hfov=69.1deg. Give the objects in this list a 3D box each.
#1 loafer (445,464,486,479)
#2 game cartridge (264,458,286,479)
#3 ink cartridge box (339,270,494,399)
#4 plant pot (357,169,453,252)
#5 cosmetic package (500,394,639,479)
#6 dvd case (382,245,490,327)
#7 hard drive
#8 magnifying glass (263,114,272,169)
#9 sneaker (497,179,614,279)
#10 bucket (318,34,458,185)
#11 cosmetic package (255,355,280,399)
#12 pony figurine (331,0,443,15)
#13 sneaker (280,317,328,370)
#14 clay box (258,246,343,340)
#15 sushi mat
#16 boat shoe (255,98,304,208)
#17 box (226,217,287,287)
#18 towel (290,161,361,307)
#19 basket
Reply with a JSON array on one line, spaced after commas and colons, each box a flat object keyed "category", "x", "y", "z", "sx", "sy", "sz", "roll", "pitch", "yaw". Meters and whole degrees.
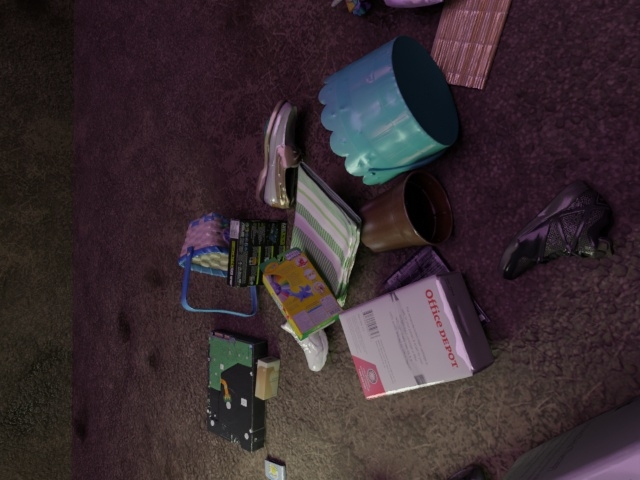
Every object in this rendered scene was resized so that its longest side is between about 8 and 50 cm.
[{"category": "loafer", "x": 0.266, "y": 0.603, "z": 1.025, "sx": 0.109, "sy": 0.095, "sz": 0.303, "roll": 35, "pitch": 122, "yaw": 2}, {"category": "game cartridge", "x": -0.138, "y": 0.702, "z": 1.412, "sx": 0.083, "sy": 0.017, "sz": 0.056, "roll": -4, "pitch": 92, "yaw": 41}, {"category": "ink cartridge box", "x": 0.202, "y": 0.211, "z": 1.015, "sx": 0.283, "sy": 0.117, "sz": 0.208, "roll": -29, "pitch": 72, "yaw": 39}, {"category": "plant pot", "x": 0.178, "y": -0.049, "z": 1.037, "sx": 0.165, "sy": 0.166, "sz": 0.167, "roll": -21, "pitch": 77, "yaw": 46}, {"category": "cosmetic package", "x": 0.488, "y": 0.430, "z": 0.653, "sx": 0.394, "sy": 0.329, "sz": 0.328, "roll": -47, "pitch": 61, "yaw": 30}, {"category": "dvd case", "x": 0.255, "y": 0.137, "z": 1.058, "sx": 0.164, "sy": 0.018, "sz": 0.221, "roll": -48, "pitch": 61, "yaw": 31}, {"category": "hard drive", "x": -0.272, "y": 0.471, "z": 1.494, "sx": 0.236, "sy": 0.064, "sz": 0.339, "roll": 2, "pitch": 93, "yaw": 41}, {"category": "magnifying glass", "x": -0.146, "y": -0.266, "z": 1.401, "sx": 0.092, "sy": 0.026, "sz": 0.231, "roll": 24, "pitch": 104, "yaw": 38}, {"category": "sneaker", "x": 0.436, "y": 0.014, "z": 0.852, "sx": 0.228, "sy": 0.087, "sz": 0.130, "roll": -50, "pitch": 54, "yaw": 24}, {"category": "bucket", "x": 0.152, "y": -0.272, "z": 0.982, "sx": 0.183, "sy": 0.281, "sz": 0.282, "roll": -21, "pitch": 77, "yaw": 41}, {"category": "cosmetic package", "x": -0.159, "y": 0.412, "z": 1.396, "sx": 0.041, "sy": 0.060, "sz": 0.115, "roll": 10, "pitch": 98, "yaw": 40}, {"category": "pony figurine", "x": 0.111, "y": -0.656, "z": 0.993, "sx": 0.350, "sy": 0.363, "sz": 0.303, "roll": -6, "pitch": 72, "yaw": 29}, {"category": "sneaker", "x": -0.050, "y": 0.240, "z": 1.247, "sx": 0.090, "sy": 0.115, "sz": 0.233, "roll": -15, "pitch": 84, "yaw": 64}, {"category": "clay box", "x": -0.055, "y": 0.131, "z": 1.193, "sx": 0.222, "sy": 0.127, "sz": 0.053, "roll": 54, "pitch": 156, "yaw": 25}, {"category": "sushi mat", "x": 0.326, "y": -0.490, "z": 0.987, "sx": 0.151, "sy": 0.019, "sz": 0.317, "roll": 25, "pitch": 107, "yaw": 39}, {"category": "boat shoe", "x": -0.099, "y": -0.237, "z": 1.309, "sx": 0.103, "sy": 0.113, "sz": 0.303, "roll": 20, "pitch": 116, "yaw": 15}, {"category": "box", "x": -0.178, "y": 0.034, "z": 1.326, "sx": 0.045, "sy": 0.184, "sz": 0.191, "roll": 9, "pitch": 97, "yaw": 38}, {"category": "towel", "x": 0.000, "y": 0.000, "z": 1.176, "sx": 0.248, "sy": 0.038, "sz": 0.325, "roll": 48, "pitch": 148, "yaw": 31}, {"category": "basket", "x": -0.295, "y": 0.075, "z": 1.383, "sx": 0.201, "sy": 0.254, "sz": 0.289, "roll": -14, "pitch": 70, "yaw": 38}]
